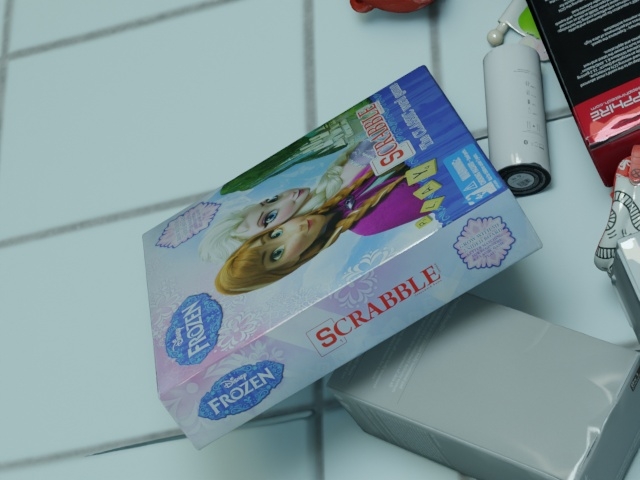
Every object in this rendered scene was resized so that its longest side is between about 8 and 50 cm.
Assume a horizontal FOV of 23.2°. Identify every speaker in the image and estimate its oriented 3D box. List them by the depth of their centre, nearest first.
[{"bbox_3d":[0.178,-0.111,1.416,0.055,0.055,0.136,-12,58,18],"label":"speaker"}]

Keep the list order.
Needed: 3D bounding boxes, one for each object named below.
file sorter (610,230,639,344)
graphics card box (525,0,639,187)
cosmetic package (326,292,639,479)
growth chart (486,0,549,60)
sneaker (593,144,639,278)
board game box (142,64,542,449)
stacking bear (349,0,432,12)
[{"bbox_3d":[0.335,0.107,1.075,0.173,0.193,0.277,-23,79,6],"label":"file sorter"},{"bbox_3d":[0.295,-0.248,1.392,0.233,0.094,0.371,-24,56,11],"label":"graphics card box"},{"bbox_3d":[0.140,0.125,1.267,0.238,0.107,0.127,22,71,31],"label":"cosmetic package"},{"bbox_3d":[0.285,-0.216,1.452,0.237,0.021,0.172,19,72,33],"label":"growth chart"},{"bbox_3d":[0.326,-0.065,1.250,0.145,0.090,0.270,31,96,19],"label":"sneaker"},{"bbox_3d":[0.000,0.000,1.340,0.318,0.066,0.318,-31,25,5],"label":"board game box"},{"bbox_3d":[0.091,-0.365,1.547,0.175,0.164,0.289,2,73,35],"label":"stacking bear"}]
